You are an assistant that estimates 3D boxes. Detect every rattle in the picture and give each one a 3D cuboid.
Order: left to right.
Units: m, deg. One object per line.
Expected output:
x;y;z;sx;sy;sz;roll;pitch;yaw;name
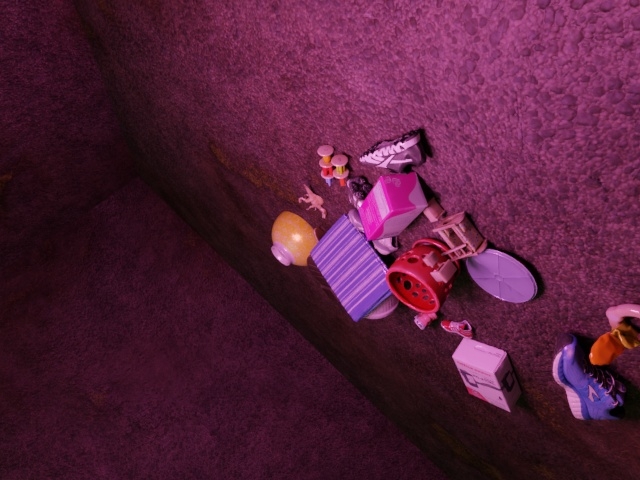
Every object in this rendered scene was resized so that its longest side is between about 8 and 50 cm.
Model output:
0.712;0.215;0.913;0.199;0.143;0.130;7;117;63;rattle

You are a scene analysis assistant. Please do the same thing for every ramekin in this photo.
0.200;0.187;1.621;0.207;0.207;0.109;30;143;32;ramekin

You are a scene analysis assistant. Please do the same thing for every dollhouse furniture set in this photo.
0.332;-0.007;1.139;0.182;0.161;0.101;49;156;-9;dollhouse furniture set

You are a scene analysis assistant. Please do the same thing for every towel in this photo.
0.116;0.098;1.545;0.243;0.040;0.336;-48;63;29;towel

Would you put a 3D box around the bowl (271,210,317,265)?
-0.133;0.024;1.953;0.289;0.156;0.289;36;154;21;bowl

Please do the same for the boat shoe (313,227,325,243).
0.000;0.000;1.828;0.045;0.050;0.135;7;136;47;boat shoe

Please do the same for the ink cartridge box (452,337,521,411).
0.608;0.488;1.547;0.172;0.100;0.237;11;139;51;ink cartridge box

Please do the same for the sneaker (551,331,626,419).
0.742;0.373;1.157;0.147;0.130;0.330;-12;124;46;sneaker

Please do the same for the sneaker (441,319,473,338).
0.492;0.308;1.524;0.118;0.042;0.067;20;150;32;sneaker

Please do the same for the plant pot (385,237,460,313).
0.326;0.103;1.306;0.191;0.174;0.191;37;155;21;plant pot

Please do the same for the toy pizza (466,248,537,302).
0.505;0.094;1.179;0.201;0.032;0.201;36;156;20;toy pizza

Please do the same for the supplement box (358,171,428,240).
0.203;-0.094;1.230;0.220;0.111;0.114;123;135;-66;supplement box

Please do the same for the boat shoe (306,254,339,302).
0.034;0.148;1.935;0.111;0.104;0.307;20;148;41;boat shoe

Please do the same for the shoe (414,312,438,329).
0.409;0.296;1.620;0.063;0.081;0.178;52;-172;16;shoe

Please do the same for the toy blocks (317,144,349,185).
0.046;-0.223;1.382;0.123;0.054;0.148;42;158;33;toy blocks

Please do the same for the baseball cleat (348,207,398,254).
0.190;-0.044;1.450;0.206;0.072;0.109;45;143;-10;baseball cleat

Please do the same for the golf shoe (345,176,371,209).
0.149;-0.121;1.386;0.198;0.077;0.094;60;165;-16;golf shoe

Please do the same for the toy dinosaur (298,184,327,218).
-0.034;-0.164;1.647;0.092;0.053;0.183;0;138;39;toy dinosaur

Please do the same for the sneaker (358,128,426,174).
0.193;-0.217;1.138;0.234;0.078;0.106;-4;123;58;sneaker
